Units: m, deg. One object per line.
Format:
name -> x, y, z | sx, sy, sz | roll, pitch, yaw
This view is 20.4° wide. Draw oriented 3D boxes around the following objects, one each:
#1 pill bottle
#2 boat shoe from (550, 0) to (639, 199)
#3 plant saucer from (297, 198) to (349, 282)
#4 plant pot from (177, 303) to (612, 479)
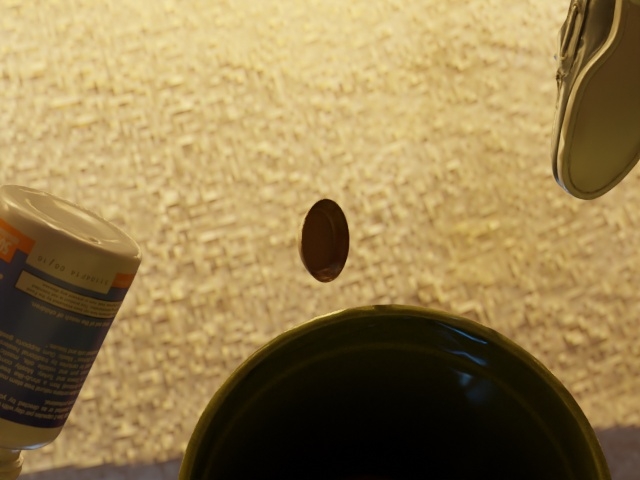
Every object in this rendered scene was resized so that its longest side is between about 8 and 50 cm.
pill bottle -> -0.286, 0.098, 1.648 | 0.152, 0.152, 0.272 | 20, -80, -37
boat shoe -> 0.303, -0.198, 1.880 | 0.116, 0.099, 0.319 | 17, -91, -30
plant saucer -> 0.000, 0.000, 1.757 | 0.015, 0.083, 0.083 | 1, -28, 35
plant pot -> 0.054, 0.287, 1.626 | 0.367, 0.366, 0.353 | -12, -19, -7
